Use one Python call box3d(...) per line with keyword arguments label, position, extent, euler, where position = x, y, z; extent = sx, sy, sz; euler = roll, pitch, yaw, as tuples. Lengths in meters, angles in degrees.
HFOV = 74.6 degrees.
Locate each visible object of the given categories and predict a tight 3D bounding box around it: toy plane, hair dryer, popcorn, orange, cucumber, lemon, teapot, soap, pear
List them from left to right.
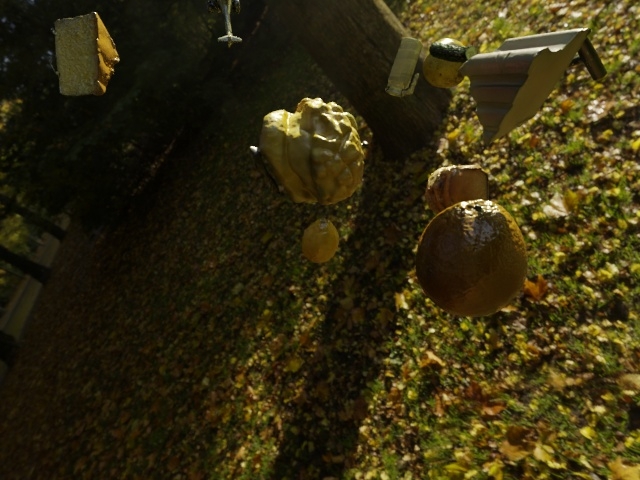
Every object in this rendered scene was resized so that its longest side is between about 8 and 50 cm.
box3d(label="toy plane", position=(-0.263, -0.644, 1.154), extent=(0.108, 0.092, 0.286), euler=(130, 133, -68))
box3d(label="popcorn", position=(-0.041, -0.271, 1.341), extent=(0.349, 0.382, 0.348), euler=(32, 128, 52))
box3d(label="lemon", position=(0.000, 0.000, 1.268), extent=(0.114, 0.114, 0.155), euler=(-102, 23, -52))
box3d(label="teapot", position=(0.322, -0.634, 1.558), extent=(0.107, 0.077, 0.200), euler=(24, 102, 24))
box3d(label="pear", position=(0.546, -0.756, 1.808), extent=(0.197, 0.197, 0.197), euler=(-36, 35, 30))
box3d(label="cucumber", position=(0.439, -0.622, 1.390), extent=(0.058, 0.058, 0.187), euler=(-51, 38, 6))
box3d(label="orange", position=(0.457, 0.055, 1.278), extent=(0.322, 0.322, 0.356), euler=(-129, 35, -59))
box3d(label="soap", position=(0.535, -0.381, 1.086), extent=(0.159, 0.257, 0.302), euler=(-27, 24, -5))
box3d(label="hair dryer", position=(0.857, -0.626, 1.434), extent=(0.050, 0.173, 0.195), euler=(-44, 24, 3))

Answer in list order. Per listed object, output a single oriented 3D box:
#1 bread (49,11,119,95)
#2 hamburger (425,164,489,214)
box3d(label="bread", position=(-0.381, -0.285, 0.657), extent=(0.084, 0.080, 0.109), euler=(-4, 56, 5))
box3d(label="hamburger", position=(0.585, -0.211, 1.770), extent=(0.260, 0.245, 0.211), euler=(-53, 15, -14))
